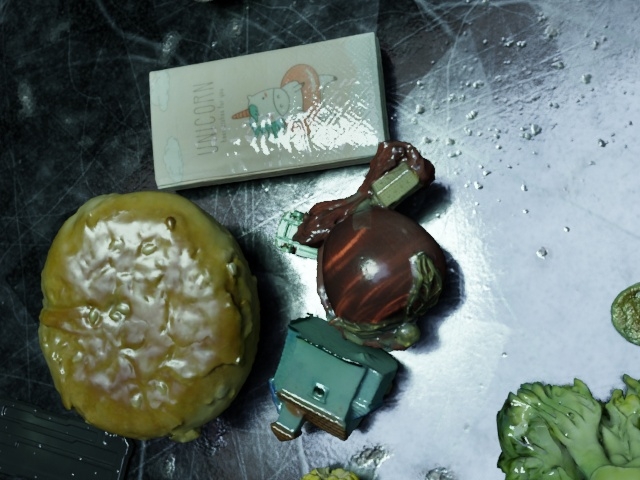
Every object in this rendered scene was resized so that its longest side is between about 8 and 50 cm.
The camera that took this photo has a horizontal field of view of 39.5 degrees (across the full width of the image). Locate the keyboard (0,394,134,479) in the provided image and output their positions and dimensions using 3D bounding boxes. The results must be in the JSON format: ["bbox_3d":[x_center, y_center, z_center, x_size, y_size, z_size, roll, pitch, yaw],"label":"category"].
[{"bbox_3d":[-0.386,0.290,1.257,0.263,0.016,0.106,12,86,17],"label":"keyboard"}]

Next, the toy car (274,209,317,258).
[{"bbox_3d":[0.000,0.000,1.177,0.122,0.035,0.059,17,87,7],"label":"toy car"}]

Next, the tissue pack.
[{"bbox_3d":[-0.072,-0.170,1.204,0.326,0.071,0.170,-6,83,15],"label":"tissue pack"}]

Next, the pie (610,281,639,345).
[{"bbox_3d":[0.387,0.088,1.058,0.084,0.021,0.084,-2,82,12],"label":"pie"}]

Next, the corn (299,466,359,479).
[{"bbox_3d":[0.011,0.402,1.085,0.093,0.093,0.244,0,86,16],"label":"corn"}]

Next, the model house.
[{"bbox_3d":[0.003,0.189,1.116,0.148,0.119,0.148,28,100,17],"label":"model house"}]

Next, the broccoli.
[{"bbox_3d":[0.325,0.255,0.935,0.288,0.245,0.247,6,75,12],"label":"broccoli"}]

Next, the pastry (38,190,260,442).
[{"bbox_3d":[-0.213,0.095,1.146,0.285,0.184,0.315,-5,91,7],"label":"pastry"}]

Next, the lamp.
[{"bbox_3d":[0.075,0.013,1.074,0.215,0.151,0.223,-35,92,10],"label":"lamp"}]
